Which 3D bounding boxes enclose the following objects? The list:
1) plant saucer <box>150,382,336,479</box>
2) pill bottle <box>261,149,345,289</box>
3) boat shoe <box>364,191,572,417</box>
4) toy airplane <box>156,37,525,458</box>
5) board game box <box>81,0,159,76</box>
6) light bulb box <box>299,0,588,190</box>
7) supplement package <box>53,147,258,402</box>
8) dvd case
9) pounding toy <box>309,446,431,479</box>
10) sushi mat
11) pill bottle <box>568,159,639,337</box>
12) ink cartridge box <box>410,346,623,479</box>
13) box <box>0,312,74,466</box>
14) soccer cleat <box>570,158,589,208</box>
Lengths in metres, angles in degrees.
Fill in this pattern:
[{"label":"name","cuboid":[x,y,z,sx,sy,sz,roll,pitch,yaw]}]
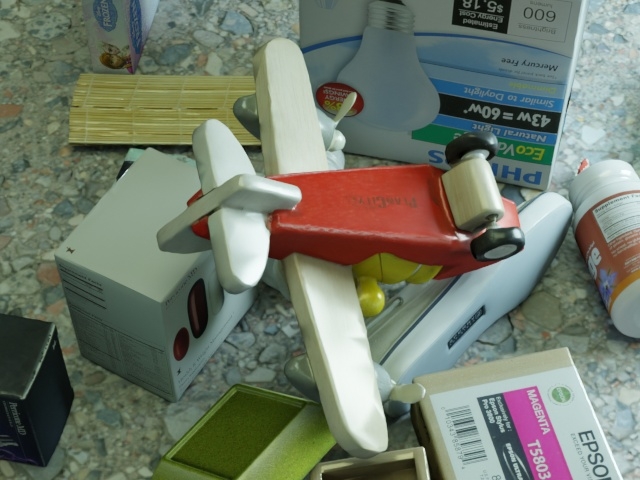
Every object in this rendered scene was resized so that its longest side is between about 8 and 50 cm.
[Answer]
[{"label":"plant saucer","cuboid":[-0.087,0.227,1.522,0.188,0.045,0.188,8,43,47]},{"label":"pill bottle","cuboid":[-0.020,-0.037,1.755,0.108,0.108,0.193,6,51,6]},{"label":"boat shoe","cuboid":[0.148,0.047,1.682,0.156,0.136,0.367,34,68,29]},{"label":"toy airplane","cuboid":[0.000,0.000,1.509,0.384,0.272,0.386,38,56,-2]},{"label":"board game box","cuboid":[-0.278,-0.459,1.973,0.066,0.318,0.318,7,52,6]},{"label":"light bulb box","cuboid":[0.164,-0.287,1.795,0.358,0.361,0.225,11,53,10]},{"label":"supplement package","cuboid":[-0.187,0.042,1.632,0.149,0.203,0.194,24,55,19]},{"label":"dvd case","cuboid":[-0.216,-0.083,1.858,0.119,0.013,0.087,12,52,10]},{"label":"pounding toy","cuboid":[0.026,0.336,1.465,0.206,0.094,0.181,-10,55,5]},{"label":"sushi mat","cuboid":[-0.194,-0.184,1.933,0.317,0.019,0.151,1,48,1]},{"label":"pill bottle","cuboid":[0.386,0.005,1.705,0.121,0.121,0.216,-10,48,-7]},{"label":"ink cartridge box","cuboid":[0.221,0.248,1.531,0.193,0.088,0.234,-12,51,-7]},{"label":"box","cuboid":[-0.403,0.161,1.570,0.207,0.153,0.108,9,51,9]},{"label":"soccer cleat","cuboid":[0.355,-0.073,1.833,0.036,0.029,0.083,16,55,3]}]
